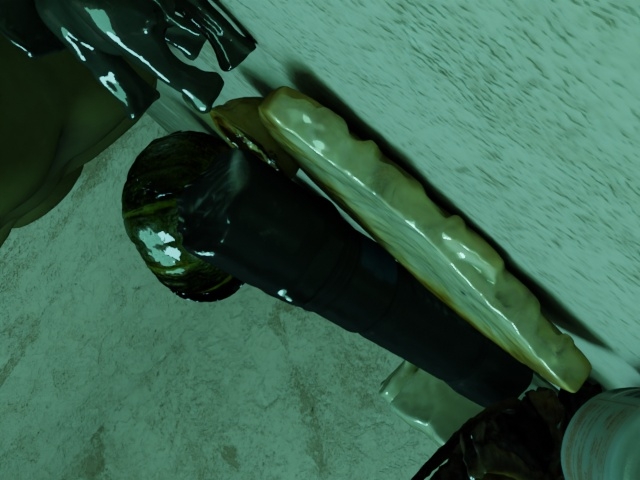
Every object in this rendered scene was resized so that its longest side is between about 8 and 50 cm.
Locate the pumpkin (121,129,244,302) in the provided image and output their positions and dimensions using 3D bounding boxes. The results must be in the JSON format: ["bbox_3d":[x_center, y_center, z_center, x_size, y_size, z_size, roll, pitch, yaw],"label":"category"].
[{"bbox_3d":[-0.231,-0.052,1.756,0.192,0.321,0.320,-12,148,25],"label":"pumpkin"}]

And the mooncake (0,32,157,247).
[{"bbox_3d":[-0.411,-0.133,1.104,0.262,0.467,0.467,44,177,-6],"label":"mooncake"}]

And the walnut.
[{"bbox_3d":[-0.050,-0.100,0.850,0.091,0.052,0.121,45,171,-24],"label":"walnut"}]

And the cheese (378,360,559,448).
[{"bbox_3d":[0.215,0.221,1.159,0.292,0.153,0.332,40,177,18],"label":"cheese"}]

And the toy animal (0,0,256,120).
[{"bbox_3d":[-0.152,-0.173,0.722,0.146,0.115,0.245,35,159,-31],"label":"toy animal"}]

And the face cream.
[{"bbox_3d":[0.217,0.151,0.647,0.101,0.101,0.252,41,177,7],"label":"face cream"}]

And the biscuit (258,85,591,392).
[{"bbox_3d":[0.071,-0.008,0.745,0.309,0.040,0.204,42,177,-10],"label":"biscuit"}]

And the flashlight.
[{"bbox_3d":[0.053,0.052,0.890,0.424,0.103,0.103,32,-177,-35],"label":"flashlight"}]

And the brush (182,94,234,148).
[{"bbox_3d":[-0.114,-0.121,1.439,0.282,0.048,0.054,45,172,-40],"label":"brush"}]

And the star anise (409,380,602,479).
[{"bbox_3d":[0.203,0.202,0.905,0.220,0.190,0.126,19,-131,-37],"label":"star anise"}]
